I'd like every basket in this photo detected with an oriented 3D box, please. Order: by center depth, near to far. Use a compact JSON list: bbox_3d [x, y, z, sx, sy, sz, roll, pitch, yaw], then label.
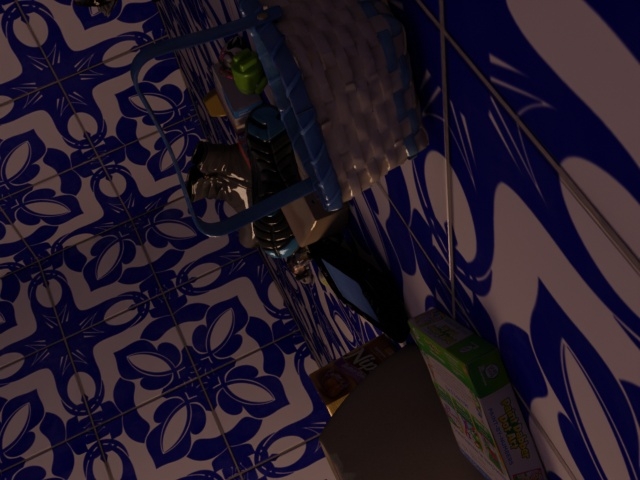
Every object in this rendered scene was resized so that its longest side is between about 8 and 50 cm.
[{"bbox_3d":[-0.039,-0.144,1.036,0.201,0.289,0.254,-122,12,-45],"label":"basket"}]

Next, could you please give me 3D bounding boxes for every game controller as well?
[{"bbox_3d":[0.067,0.088,1.769,0.319,0.067,0.166,33,146,63],"label":"game controller"}]

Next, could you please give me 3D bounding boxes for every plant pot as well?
[{"bbox_3d":[-0.004,-0.066,1.770,0.109,0.109,0.096,64,160,9],"label":"plant pot"},{"bbox_3d":[-0.301,-0.410,2.743,0.081,0.083,0.081,-129,16,-65],"label":"plant pot"}]

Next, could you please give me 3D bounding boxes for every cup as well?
[{"bbox_3d":[0.137,0.390,1.724,0.331,0.237,0.331,156,90,-82],"label":"cup"}]

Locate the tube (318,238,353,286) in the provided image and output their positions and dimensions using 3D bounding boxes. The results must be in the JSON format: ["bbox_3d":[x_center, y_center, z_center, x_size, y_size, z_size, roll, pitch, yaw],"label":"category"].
[{"bbox_3d":[0.049,0.057,1.971,0.240,0.070,0.062,136,152,-75],"label":"tube"}]

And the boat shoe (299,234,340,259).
[{"bbox_3d":[-0.001,0.000,2.054,0.223,0.080,0.073,140,126,-78],"label":"boat shoe"}]

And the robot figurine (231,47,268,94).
[{"bbox_3d":[-0.154,-0.357,1.971,0.101,0.067,0.115,48,166,25],"label":"robot figurine"}]

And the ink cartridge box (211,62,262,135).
[{"bbox_3d":[-0.202,-0.348,2.284,0.231,0.078,0.134,102,142,-78],"label":"ink cartridge box"}]

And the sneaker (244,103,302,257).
[{"bbox_3d":[-0.093,-0.133,2.028,0.139,0.125,0.340,-98,5,-77],"label":"sneaker"}]

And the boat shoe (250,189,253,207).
[{"bbox_3d":[-0.087,-0.044,2.158,0.227,0.079,0.081,39,-125,-39],"label":"boat shoe"}]

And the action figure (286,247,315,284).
[{"bbox_3d":[-0.080,0.004,2.531,0.285,0.099,0.185,64,166,-18],"label":"action figure"}]

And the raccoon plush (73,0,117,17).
[{"bbox_3d":[-0.428,-0.594,1.541,0.299,0.446,0.216,24,-165,-13],"label":"raccoon plush"}]

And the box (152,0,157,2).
[{"bbox_3d":[-0.224,-0.491,1.609,0.077,0.180,0.147,66,172,-11],"label":"box"}]

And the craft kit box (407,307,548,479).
[{"bbox_3d":[0.226,0.239,1.335,0.246,0.061,0.250,64,173,-14],"label":"craft kit box"}]

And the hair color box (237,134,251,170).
[{"bbox_3d":[-0.122,-0.186,2.201,0.167,0.093,0.053,61,171,24],"label":"hair color box"}]

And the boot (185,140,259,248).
[{"bbox_3d":[-0.243,-0.118,2.366,0.118,0.223,0.338,49,140,47],"label":"boot"}]

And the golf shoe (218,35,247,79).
[{"bbox_3d":[-0.189,-0.421,2.091,0.186,0.067,0.086,-109,37,-66],"label":"golf shoe"}]

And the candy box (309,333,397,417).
[{"bbox_3d":[0.081,0.283,1.937,0.109,0.187,0.053,53,169,53],"label":"candy box"}]
